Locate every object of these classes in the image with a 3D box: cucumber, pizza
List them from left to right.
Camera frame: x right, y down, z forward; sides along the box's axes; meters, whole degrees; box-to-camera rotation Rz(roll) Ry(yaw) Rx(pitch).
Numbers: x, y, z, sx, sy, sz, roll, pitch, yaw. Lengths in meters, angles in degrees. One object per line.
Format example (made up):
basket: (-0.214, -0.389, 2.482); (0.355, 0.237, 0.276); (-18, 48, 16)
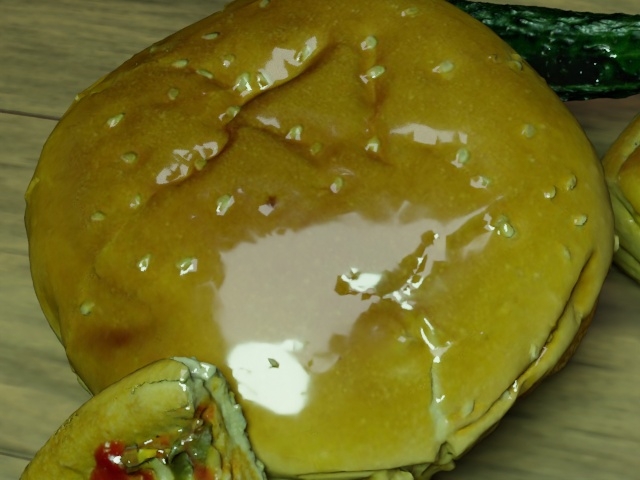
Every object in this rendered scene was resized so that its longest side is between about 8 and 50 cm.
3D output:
pizza: (-0.059, 0.157, 0.621); (0.193, 0.201, 0.053); (31, 26, 9)
cucumber: (0.102, -0.117, 0.846); (0.293, 0.067, 0.067); (13, 51, 35)

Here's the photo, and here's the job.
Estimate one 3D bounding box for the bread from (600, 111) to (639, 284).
bread: (0.281, -0.023, 0.761); (0.235, 0.099, 0.210); (33, 61, 29)

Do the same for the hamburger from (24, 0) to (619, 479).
hamburger: (0.000, 0.000, 0.734); (0.290, 0.170, 0.314); (-38, 57, -15)
